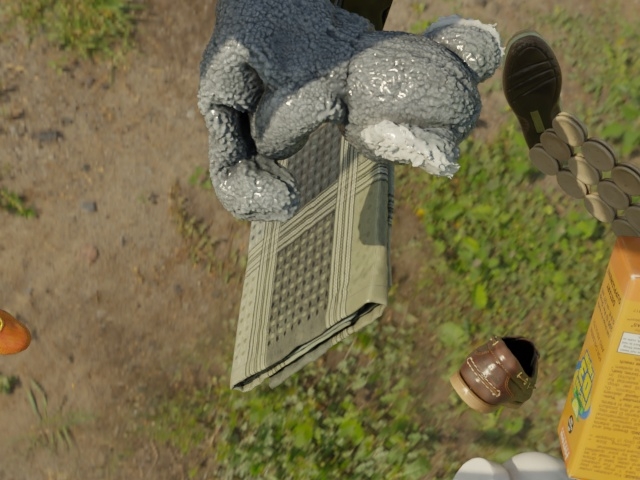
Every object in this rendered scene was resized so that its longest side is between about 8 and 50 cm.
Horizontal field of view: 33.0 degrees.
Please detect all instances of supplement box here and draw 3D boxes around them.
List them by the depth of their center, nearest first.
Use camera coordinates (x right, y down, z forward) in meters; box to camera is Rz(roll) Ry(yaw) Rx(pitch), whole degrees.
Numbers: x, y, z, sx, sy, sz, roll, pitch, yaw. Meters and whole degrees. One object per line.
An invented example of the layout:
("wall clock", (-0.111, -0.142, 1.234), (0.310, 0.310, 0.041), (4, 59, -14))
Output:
("supplement box", (0.285, 0.116, 0.995), (0.080, 0.233, 0.078), (6, 29, 0))

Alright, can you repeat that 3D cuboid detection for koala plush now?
("koala plush", (0.031, -0.124, 0.894), (0.221, 0.203, 0.196), (13, 50, 23))

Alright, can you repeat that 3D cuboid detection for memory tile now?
("memory tile", (0.274, -0.059, 1.054), (0.148, 0.113, 0.012), (43, 72, 9))

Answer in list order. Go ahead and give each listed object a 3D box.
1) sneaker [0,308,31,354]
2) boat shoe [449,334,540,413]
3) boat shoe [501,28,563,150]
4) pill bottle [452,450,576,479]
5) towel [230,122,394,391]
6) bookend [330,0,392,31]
("sneaker", (-0.443, 0.098, 1.362), (0.175, 0.067, 0.064), (32, 71, -30))
("boat shoe", (0.197, 0.134, 1.128), (0.073, 0.207, 0.073), (45, 103, 13))
("boat shoe", (0.249, -0.181, 1.265), (0.068, 0.190, 0.072), (-8, 49, 13))
("pill bottle", (0.263, 0.310, 1.128), (0.264, 0.146, 0.146), (23, 59, -18))
("towel", (0.000, 0.000, 1.268), (0.056, 0.312, 0.324), (23, 55, -26))
("bookend", (-0.003, -0.247, 1.025), (0.156, 0.157, 0.072), (-8, 35, -46))
